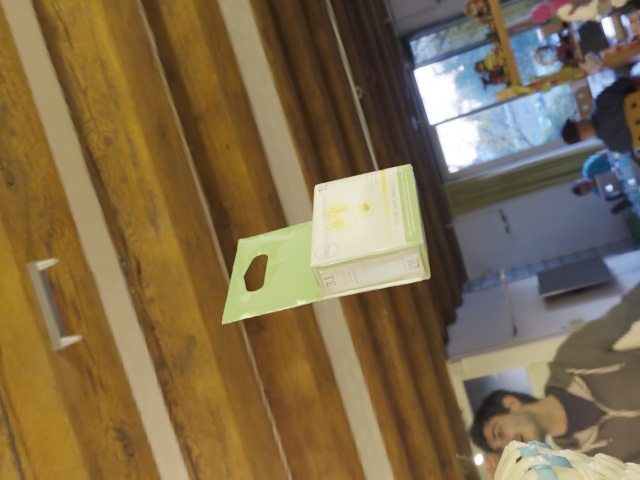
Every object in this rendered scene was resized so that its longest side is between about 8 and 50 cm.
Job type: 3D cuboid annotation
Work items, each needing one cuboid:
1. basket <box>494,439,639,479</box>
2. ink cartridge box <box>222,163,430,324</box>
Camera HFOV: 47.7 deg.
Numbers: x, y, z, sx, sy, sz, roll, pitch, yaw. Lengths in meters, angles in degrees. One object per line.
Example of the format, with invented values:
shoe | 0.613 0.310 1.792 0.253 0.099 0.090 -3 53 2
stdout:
basket | 0.237 0.266 0.477 0.201 0.288 0.255 38 -106 -79
ink cartridge box | 0.000 0.000 0.821 0.171 0.234 0.056 -87 -18 -56
